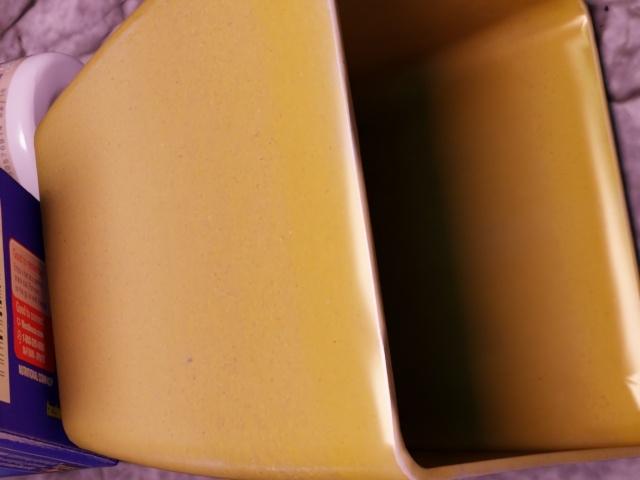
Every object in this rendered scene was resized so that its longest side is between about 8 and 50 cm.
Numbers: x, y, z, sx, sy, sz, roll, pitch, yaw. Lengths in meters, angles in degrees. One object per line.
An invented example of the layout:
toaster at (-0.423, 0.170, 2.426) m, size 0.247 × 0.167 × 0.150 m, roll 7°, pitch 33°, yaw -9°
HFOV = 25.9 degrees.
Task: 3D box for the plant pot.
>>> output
plant pot at (0.000, 0.000, 0.582) m, size 0.187 × 0.212 × 0.212 m, roll -15°, pitch 77°, yaw 35°

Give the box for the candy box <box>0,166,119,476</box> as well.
candy box at (-0.271, 0.049, 0.591) m, size 0.317 × 0.268 × 0.122 m, roll -7°, pitch 77°, yaw 2°

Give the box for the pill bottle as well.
pill bottle at (-0.195, -0.035, 0.722) m, size 0.169 × 0.094 × 0.094 m, roll -11°, pitch 79°, yaw 22°
